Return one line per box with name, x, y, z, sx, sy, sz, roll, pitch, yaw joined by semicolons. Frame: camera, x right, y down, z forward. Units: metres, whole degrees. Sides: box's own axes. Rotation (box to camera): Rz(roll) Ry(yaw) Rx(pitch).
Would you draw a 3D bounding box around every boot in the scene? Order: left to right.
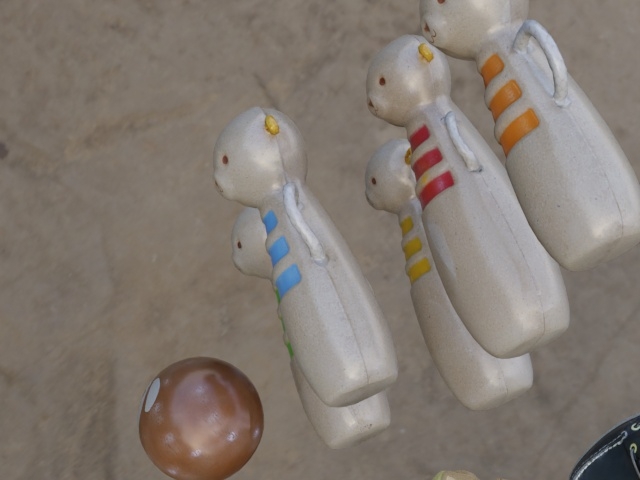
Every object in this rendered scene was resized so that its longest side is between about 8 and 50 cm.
boot;0.321;0.200;1.117;0.085;0.236;0.178;63;21;13

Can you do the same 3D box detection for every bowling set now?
bowling set;0.000;0.000;0.513;0.199;0.287;0.154;-19;70;-11

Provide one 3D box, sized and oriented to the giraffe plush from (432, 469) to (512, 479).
giraffe plush;0.079;0.293;1.070;0.181;0.170;0.210;14;91;-28
